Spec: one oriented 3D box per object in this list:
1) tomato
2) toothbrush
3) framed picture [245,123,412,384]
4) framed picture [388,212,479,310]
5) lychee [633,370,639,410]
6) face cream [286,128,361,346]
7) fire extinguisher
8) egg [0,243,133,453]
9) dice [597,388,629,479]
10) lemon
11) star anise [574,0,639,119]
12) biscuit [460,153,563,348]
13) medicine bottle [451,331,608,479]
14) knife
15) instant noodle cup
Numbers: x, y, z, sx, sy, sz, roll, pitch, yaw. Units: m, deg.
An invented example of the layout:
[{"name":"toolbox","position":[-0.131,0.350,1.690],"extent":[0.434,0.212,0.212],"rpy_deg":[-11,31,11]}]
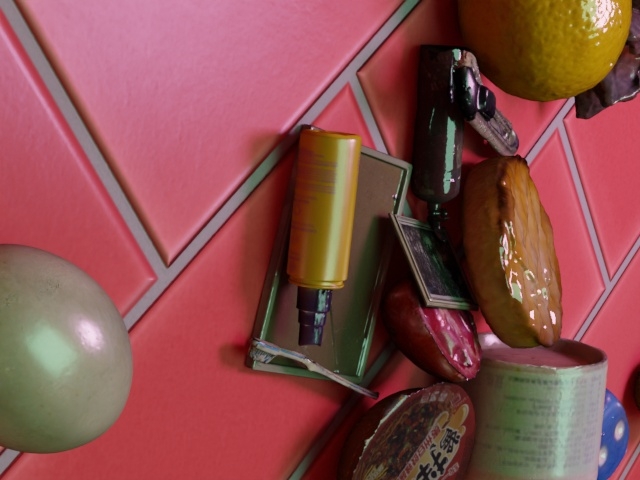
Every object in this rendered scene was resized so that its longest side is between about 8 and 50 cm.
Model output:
[{"name":"tomato","position":[0.147,0.129,1.867],"extent":[0.173,0.099,0.189],"rpy_deg":[61,25,-6]},{"name":"toothbrush","position":[-0.003,0.171,1.742],"extent":[0.294,0.026,0.028],"rpy_deg":[25,99,-50]},{"name":"framed picture","position":[0.017,0.027,1.764],"extent":[0.240,0.020,0.324],"rpy_deg":[14,89,-51]},{"name":"framed picture","position":[0.164,0.032,1.866],"extent":[0.183,0.011,0.142],"rpy_deg":[10,54,-60]},{"name":"lychee","position":[0.679,0.298,2.545],"extent":[0.171,0.171,0.171],"rpy_deg":[-16,112,-48]},{"name":"face cream","position":[0.000,0.000,1.659],"extent":[0.078,0.078,0.273],"rpy_deg":[-3,102,-50]},{"name":"fire extinguisher","position":[0.168,-0.138,1.854],"extent":[0.072,0.089,0.267],"rpy_deg":[0,101,-18]},{"name":"egg","position":[-0.283,0.107,1.283],"extent":[0.253,0.187,0.186],"rpy_deg":[47,63,-43]},{"name":"dice","position":[0.432,0.329,2.250],"extent":[0.146,0.146,0.143],"rpy_deg":[-45,129,-34]},{"name":"lemon","position":[0.315,-0.329,1.860],"extent":[0.267,0.267,0.267],"rpy_deg":[-16,112,-48]},{"name":"star anise","position":[0.466,-0.339,2.045],"extent":[0.332,0.118,0.331],"rpy_deg":[11,90,-89]},{"name":"biscuit","position":[0.280,0.020,1.967],"extent":[0.296,0.102,0.296],"rpy_deg":[43,40,-52]},{"name":"medicine bottle","position":[0.306,0.359,2.030],"extent":[0.236,0.236,0.406],"rpy_deg":[-8,104,-50]},{"name":"knife","position":[0.245,-0.182,1.895],"extent":[0.365,0.043,0.089],"rpy_deg":[29,71,-68]},{"name":"instant noodle cup","position":[0.100,0.310,1.867],"extent":[0.274,0.091,0.274],"rpy_deg":[-24,125,-40]}]
